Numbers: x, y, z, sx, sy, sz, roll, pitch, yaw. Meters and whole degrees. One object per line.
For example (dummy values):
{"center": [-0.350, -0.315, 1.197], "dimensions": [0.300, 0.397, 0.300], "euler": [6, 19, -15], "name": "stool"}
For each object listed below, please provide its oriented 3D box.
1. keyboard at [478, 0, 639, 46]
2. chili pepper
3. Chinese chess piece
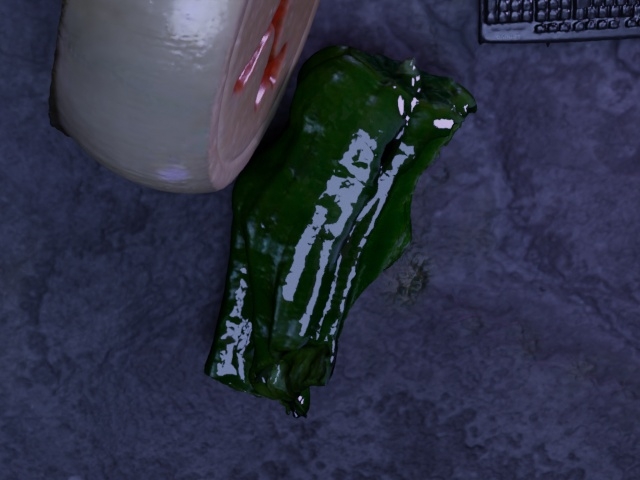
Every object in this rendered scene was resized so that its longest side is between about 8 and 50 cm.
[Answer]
{"center": [0.267, -0.220, 1.478], "dimensions": [0.250, 0.017, 0.087], "euler": [-4, 117, -4], "name": "keyboard"}
{"center": [-0.010, -0.003, 1.469], "dimensions": [0.167, 0.213, 0.385], "euler": [28, 112, 9], "name": "chili pepper"}
{"center": [-0.089, -0.204, 1.274], "dimensions": [0.140, 0.338, 0.338], "euler": [19, 117, 8], "name": "Chinese chess piece"}
